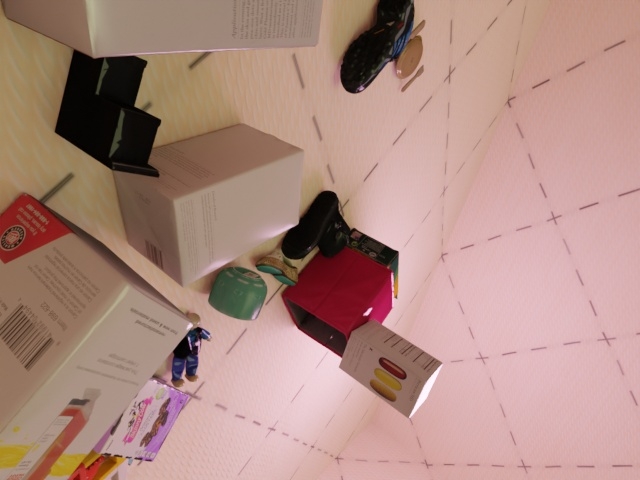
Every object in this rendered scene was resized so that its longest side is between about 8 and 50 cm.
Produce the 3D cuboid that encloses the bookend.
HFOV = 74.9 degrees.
[{"bbox_3d":[-0.274,-0.190,0.571,0.072,0.156,0.158,0,114,-58],"label":"bookend"}]

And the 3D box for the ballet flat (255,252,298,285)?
[{"bbox_3d":[-0.121,0.071,1.173,0.206,0.072,0.067,48,46,-63],"label":"ballet flat"}]

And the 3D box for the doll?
[{"bbox_3d":[-0.320,0.260,1.020,0.129,0.046,0.189,-9,117,-45],"label":"doll"}]

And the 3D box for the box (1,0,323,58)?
[{"bbox_3d":[-0.179,-0.347,0.522,0.345,0.214,0.169,-29,139,-44],"label":"box"}]

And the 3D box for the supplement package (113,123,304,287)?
[{"bbox_3d":[-0.192,-0.082,0.780,0.292,0.177,0.176,-32,140,-41],"label":"supplement package"}]

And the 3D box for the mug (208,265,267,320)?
[{"bbox_3d":[-0.201,0.116,1.020,0.129,0.157,0.098,18,98,-37],"label":"mug"}]

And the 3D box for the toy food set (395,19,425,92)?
[{"bbox_3d":[0.263,-0.552,1.256,0.132,0.038,0.192,-47,155,-10],"label":"toy food set"}]

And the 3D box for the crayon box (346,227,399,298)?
[{"bbox_3d":[0.191,0.118,1.560,0.081,0.202,0.319,-46,148,-24],"label":"crayon box"}]

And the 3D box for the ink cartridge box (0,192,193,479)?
[{"bbox_3d":[-0.411,0.170,0.548,0.385,0.279,0.160,-52,151,-14],"label":"ink cartridge box"}]

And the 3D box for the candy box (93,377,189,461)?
[{"bbox_3d":[-0.408,0.394,0.940,0.165,0.070,0.196,-63,155,-23],"label":"candy box"}]

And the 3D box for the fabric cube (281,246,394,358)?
[{"bbox_3d":[0.068,0.202,1.382,0.258,0.258,0.254,-50,149,-23],"label":"fabric cube"}]

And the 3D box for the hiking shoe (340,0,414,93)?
[{"bbox_3d":[0.161,-0.484,1.060,0.304,0.113,0.132,-58,151,-6],"label":"hiking shoe"}]

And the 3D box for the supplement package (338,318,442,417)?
[{"bbox_3d":[0.200,0.361,1.208,0.133,0.244,0.139,-13,126,-53],"label":"supplement package"}]

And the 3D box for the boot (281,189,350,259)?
[{"bbox_3d":[0.000,0.000,1.254,0.247,0.094,0.207,-56,148,-22],"label":"boot"}]

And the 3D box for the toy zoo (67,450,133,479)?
[{"bbox_3d":[-0.527,0.557,0.915,0.293,0.030,0.193,-37,141,-57],"label":"toy zoo"}]
